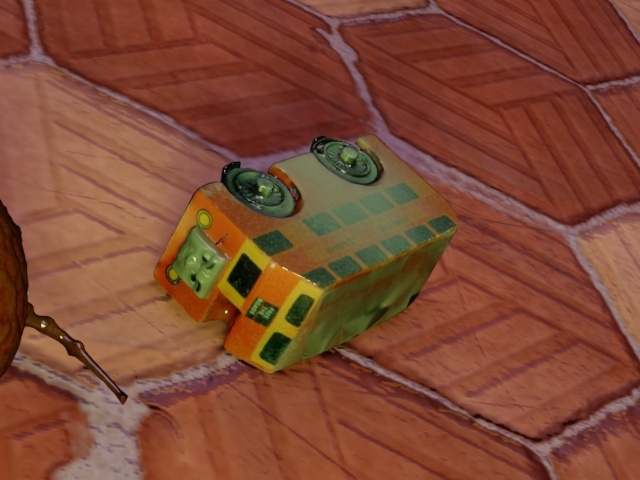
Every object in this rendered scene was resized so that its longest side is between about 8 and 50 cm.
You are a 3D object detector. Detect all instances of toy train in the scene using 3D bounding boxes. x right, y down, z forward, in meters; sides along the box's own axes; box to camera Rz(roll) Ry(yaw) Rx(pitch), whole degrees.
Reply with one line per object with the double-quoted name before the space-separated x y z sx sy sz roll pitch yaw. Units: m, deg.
"toy train" 0.000 0.000 0.776 0.099 0.072 0.188 41 34 21

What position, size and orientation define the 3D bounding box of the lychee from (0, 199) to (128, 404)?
"lychee" -0.165 0.027 0.593 0.140 0.101 0.114 22 52 -75
